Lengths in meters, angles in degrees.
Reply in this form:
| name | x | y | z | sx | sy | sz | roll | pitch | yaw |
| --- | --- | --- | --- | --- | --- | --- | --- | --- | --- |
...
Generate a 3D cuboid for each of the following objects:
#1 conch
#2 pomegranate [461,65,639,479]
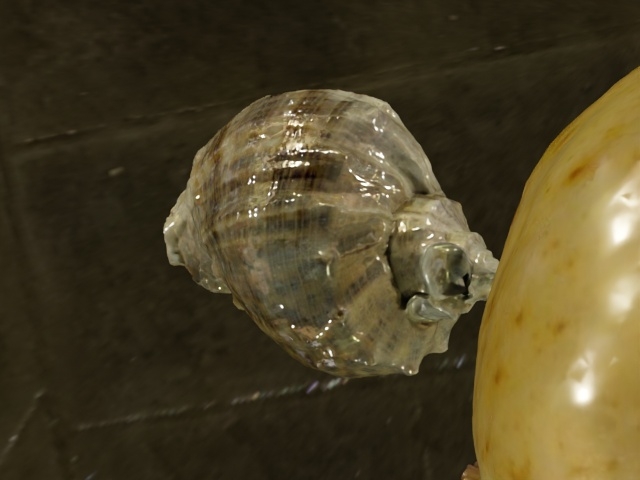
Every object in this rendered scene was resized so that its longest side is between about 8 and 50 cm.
| name | x | y | z | sx | sy | sz | roll | pitch | yaw |
| --- | --- | --- | --- | --- | --- | --- | --- | --- | --- |
| conch | -0.001 | 0.009 | 1.538 | 0.291 | 0.159 | 0.210 | 0 | 124 | 18 |
| pomegranate | 0.112 | 0.042 | 0.433 | 0.196 | 0.196 | 0.196 | 1 | 97 | 9 |
